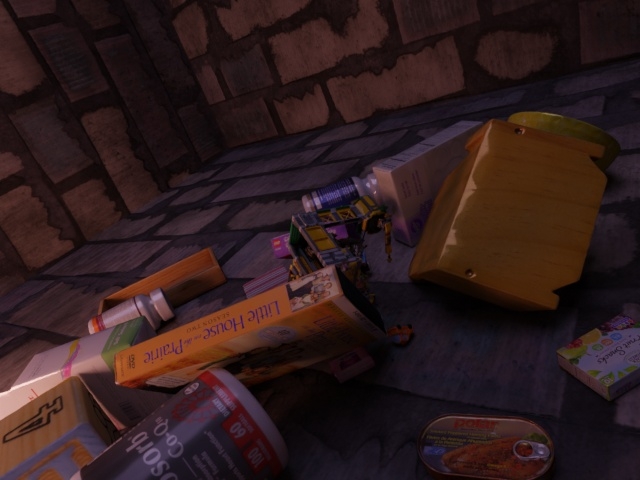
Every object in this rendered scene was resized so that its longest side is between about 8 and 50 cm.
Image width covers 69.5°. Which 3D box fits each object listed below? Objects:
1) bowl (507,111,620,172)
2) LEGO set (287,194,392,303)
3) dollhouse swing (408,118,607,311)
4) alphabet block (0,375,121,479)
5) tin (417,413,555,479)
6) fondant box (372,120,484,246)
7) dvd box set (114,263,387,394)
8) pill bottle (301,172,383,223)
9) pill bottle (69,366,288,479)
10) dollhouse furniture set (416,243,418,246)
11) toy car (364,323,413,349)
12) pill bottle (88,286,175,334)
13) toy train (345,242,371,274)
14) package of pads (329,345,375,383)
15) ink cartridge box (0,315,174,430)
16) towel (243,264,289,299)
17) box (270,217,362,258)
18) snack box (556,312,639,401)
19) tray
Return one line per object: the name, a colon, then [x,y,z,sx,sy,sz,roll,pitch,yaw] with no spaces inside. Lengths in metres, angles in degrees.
bowl: [0.620,-0.214,1.244,0.289,0.289,0.156,27,96,59]
LEGO set: [0.053,0.080,1.000,0.254,0.332,0.192,-4,41,-31]
dollhouse swing: [0.386,-0.025,1.029,0.314,0.305,0.347,19,75,16]
alphabet block: [-0.495,0.415,0.873,0.193,0.193,0.197,-31,25,-23]
tin: [0.238,0.307,0.674,0.189,0.040,0.106,-8,32,28]
fondant box: [0.334,-0.166,1.319,0.330,0.239,0.096,-29,26,-15]
dvd box set: [-0.107,0.195,0.863,0.420,0.308,0.062,-22,61,11]
pill bottle: [0.083,-0.124,1.544,0.264,0.153,0.153,-22,24,2]
pill bottle: [-0.243,0.385,0.702,0.362,0.210,0.210,-37,28,-28]
dollhouse furniture set: [0.336,0.001,1.236,0.151,0.058,0.076,-41,32,4]
toy car: [0.139,0.210,0.977,0.122,0.060,0.041,-26,63,32]
pill bottle: [-0.556,0.235,1.373,0.221,0.121,0.121,-28,25,-14]
toy train: [0.040,0.071,1.238,0.184,0.105,0.080,-17,25,12]
package of pads: [0.064,0.251,0.936,0.083,0.032,0.050,-25,20,-9]
ink cartridge box: [-0.521,0.331,1.041,0.353,0.207,0.119,-20,26,4]
towel: [-0.148,0.141,1.347,0.144,0.029,0.197,-26,22,-8]
box: [0.000,0.000,1.308,0.200,0.057,0.293,-17,-6,10]
snack box: [0.471,0.182,0.735,0.141,0.037,0.100,-26,26,-10]
tray: [-0.529,0.169,1.548,0.410,0.076,0.203,-28,25,-11]
